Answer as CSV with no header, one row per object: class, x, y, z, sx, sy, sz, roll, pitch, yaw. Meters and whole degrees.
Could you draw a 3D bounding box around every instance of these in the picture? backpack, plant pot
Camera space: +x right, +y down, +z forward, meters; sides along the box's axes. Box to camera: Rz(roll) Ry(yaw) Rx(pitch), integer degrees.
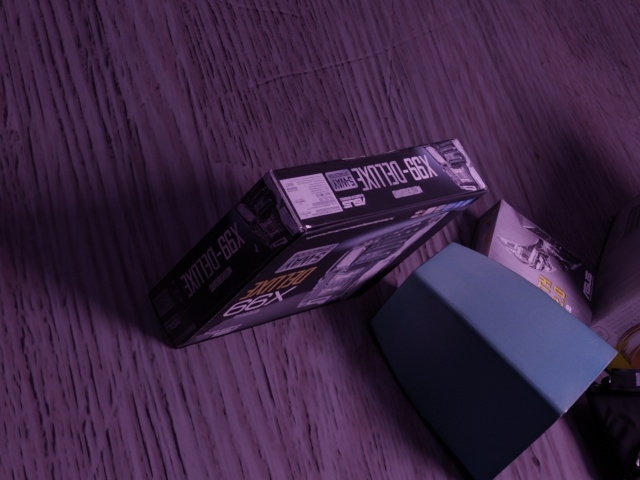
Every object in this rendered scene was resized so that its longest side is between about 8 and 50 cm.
backpack,0.451,0.221,1.651,0.115,0.182,0.152,64,2,-73
plant pot,0.190,0.128,1.511,0.234,0.165,0.165,46,39,10

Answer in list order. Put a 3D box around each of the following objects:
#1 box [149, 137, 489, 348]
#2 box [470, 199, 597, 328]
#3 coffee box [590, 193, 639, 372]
box,0.000,0.000,1.380,0.307,0.242,0.076,-13,68,-47
box,0.276,0.078,1.703,0.183,0.056,0.231,37,41,-13
coffee box,0.622,0.066,1.798,0.334,0.337,0.338,42,40,-7
